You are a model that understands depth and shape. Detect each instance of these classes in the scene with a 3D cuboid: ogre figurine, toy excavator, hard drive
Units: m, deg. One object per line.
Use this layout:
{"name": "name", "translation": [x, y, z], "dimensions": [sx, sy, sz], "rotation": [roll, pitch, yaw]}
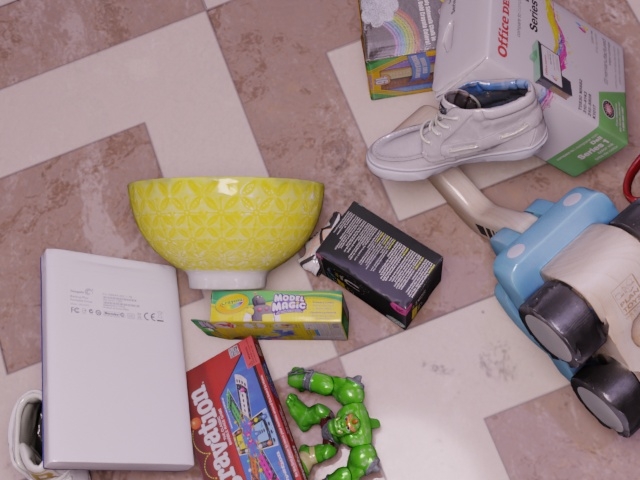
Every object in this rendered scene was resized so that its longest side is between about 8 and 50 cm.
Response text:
{"name": "ogre figurine", "translation": [0.019, 0.272, 1.327], "dimensions": [0.118, 0.097, 0.197], "rotation": [-18, 51, 18]}
{"name": "toy excavator", "translation": [0.303, 0.015, 1.326], "dimensions": [0.222, 0.445, 0.433], "rotation": [-42, 113, -9]}
{"name": "hard drive", "translation": [-0.297, 0.172, 1.332], "dimensions": [0.210, 0.040, 0.319], "rotation": [11, 55, -33]}

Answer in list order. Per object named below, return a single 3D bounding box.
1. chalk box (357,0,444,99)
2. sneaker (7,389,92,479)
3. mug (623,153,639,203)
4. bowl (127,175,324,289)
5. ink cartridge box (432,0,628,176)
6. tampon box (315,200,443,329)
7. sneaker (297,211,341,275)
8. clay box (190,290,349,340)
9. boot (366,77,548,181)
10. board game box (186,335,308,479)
{"name": "chalk box", "translation": [0.174, -0.328, 1.489], "dimensions": [0.212, 0.132, 0.133], "rotation": [-7, 70, 3]}
{"name": "sneaker", "translation": [-0.380, 0.357, 1.301], "dimensions": [0.108, 0.169, 0.293], "rotation": [-16, 72, -1]}
{"name": "mug", "translation": [0.547, -0.117, 1.386], "dimensions": [0.150, 0.113, 0.169], "rotation": [11, 70, 8]}
{"name": "bowl", "translation": [-0.138, -0.007, 1.357], "dimensions": [0.289, 0.289, 0.156], "rotation": [0, 90, 6]}
{"name": "ink cartridge box", "translation": [0.314, -0.251, 1.360], "dimensions": [0.278, 0.117, 0.202], "rotation": [25, 55, -24]}
{"name": "tampon box", "translation": [0.090, 0.039, 1.378], "dimensions": [0.161, 0.120, 0.101], "rotation": [33, 78, 16]}
{"name": "sneaker", "translation": [0.000, 0.000, 1.445], "dimensions": [0.043, 0.040, 0.109], "rotation": [23, 75, 15]}
{"name": "clay box", "translation": [-0.072, 0.112, 1.368], "dimensions": [0.221, 0.127, 0.053], "rotation": [1, 72, 6]}
{"name": "boot", "translation": [0.174, -0.161, 1.258], "dimensions": [0.258, 0.123, 0.095], "rotation": [-10, 53, 16]}
{"name": "board game box", "translation": [-0.112, 0.291, 1.321], "dimensions": [0.145, 0.027, 0.281], "rotation": [-31, 59, 12]}
